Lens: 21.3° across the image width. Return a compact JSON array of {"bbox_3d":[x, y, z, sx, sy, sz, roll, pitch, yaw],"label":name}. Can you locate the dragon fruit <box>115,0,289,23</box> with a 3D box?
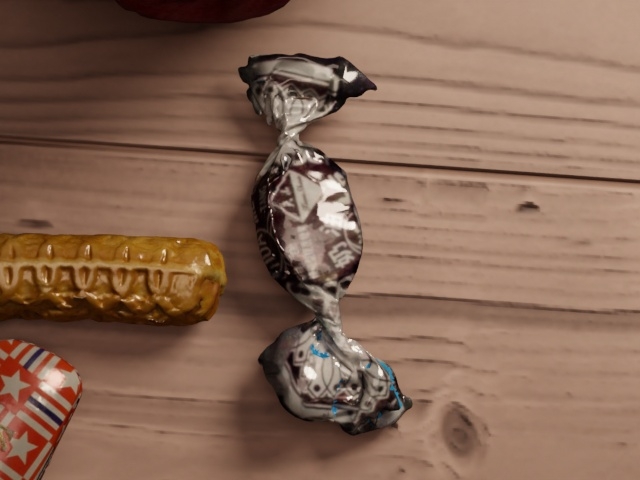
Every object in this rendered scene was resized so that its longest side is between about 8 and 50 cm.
[{"bbox_3d":[-0.065,-0.273,0.863,0.329,0.329,0.329,1,83,-4],"label":"dragon fruit"}]

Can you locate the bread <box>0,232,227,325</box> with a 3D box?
[{"bbox_3d":[-0.131,0.022,0.967,0.157,0.044,0.052,1,85,-4],"label":"bread"}]

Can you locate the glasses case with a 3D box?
[{"bbox_3d":[-0.202,0.145,0.943,0.073,0.049,0.194,26,82,0],"label":"glasses case"}]

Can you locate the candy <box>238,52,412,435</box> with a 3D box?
[{"bbox_3d":[0.000,0.000,0.980,0.094,0.051,0.226,-9,85,-16],"label":"candy"}]
